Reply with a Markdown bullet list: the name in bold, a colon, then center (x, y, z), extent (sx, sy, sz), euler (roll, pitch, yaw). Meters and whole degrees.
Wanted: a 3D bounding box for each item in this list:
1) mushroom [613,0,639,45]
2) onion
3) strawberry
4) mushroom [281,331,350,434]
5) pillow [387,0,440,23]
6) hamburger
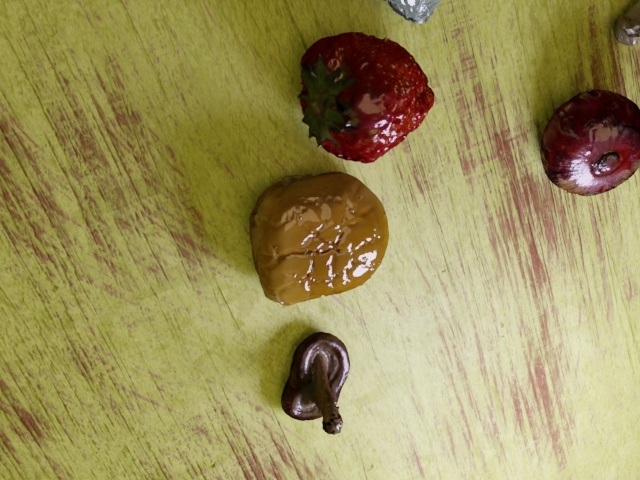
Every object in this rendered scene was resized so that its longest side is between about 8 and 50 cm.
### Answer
- **mushroom**: center (0.742, -0.545, 1.589), extent (0.092, 0.081, 0.223), euler (19, 104, -42)
- **onion**: center (0.619, -0.216, 1.595), extent (0.247, 0.190, 0.246), euler (-5, 125, -7)
- **strawberry**: center (0.099, -0.284, 1.376), extent (0.277, 0.257, 0.257), euler (-19, 113, -26)
- **mushroom**: center (0.011, 0.335, 1.553), extent (0.148, 0.217, 0.226), euler (4, 106, -19)
- **pillow**: center (0.159, -0.597, 1.344), extent (0.310, 0.138, 0.283), euler (33, 104, -23)
- **hamburger**: center (0.000, 0.000, 1.475), extent (0.319, 0.158, 0.318), euler (-6, 111, -16)
